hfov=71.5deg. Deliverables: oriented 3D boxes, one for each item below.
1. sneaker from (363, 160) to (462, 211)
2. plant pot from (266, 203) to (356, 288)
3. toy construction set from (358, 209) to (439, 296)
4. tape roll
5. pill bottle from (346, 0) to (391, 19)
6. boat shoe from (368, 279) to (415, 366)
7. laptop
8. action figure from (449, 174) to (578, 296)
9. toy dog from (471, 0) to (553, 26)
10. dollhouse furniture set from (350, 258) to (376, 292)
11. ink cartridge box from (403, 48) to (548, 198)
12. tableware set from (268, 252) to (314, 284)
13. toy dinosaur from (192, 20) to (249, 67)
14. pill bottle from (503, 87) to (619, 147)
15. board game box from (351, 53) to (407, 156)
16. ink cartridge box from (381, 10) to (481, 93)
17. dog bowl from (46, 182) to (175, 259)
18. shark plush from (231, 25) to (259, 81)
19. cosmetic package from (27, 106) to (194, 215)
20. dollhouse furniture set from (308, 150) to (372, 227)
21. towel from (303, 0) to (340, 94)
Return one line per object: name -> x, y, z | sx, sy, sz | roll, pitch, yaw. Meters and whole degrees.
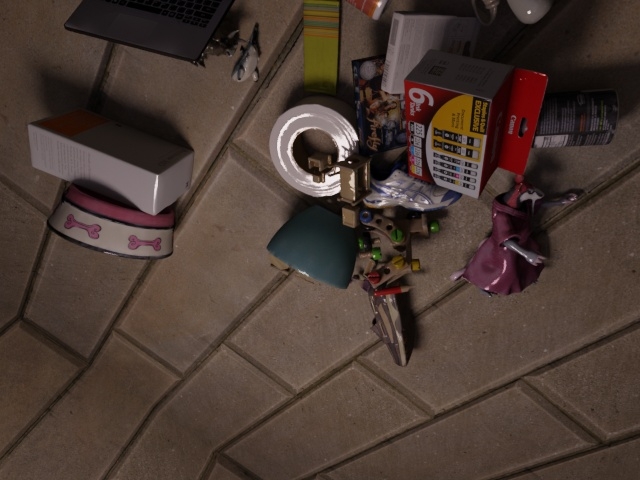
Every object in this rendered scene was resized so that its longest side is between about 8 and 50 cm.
sneaker -> 0.257, -0.164, 1.287 | 0.296, 0.112, 0.131 | 0, 122, 19
plant pot -> 0.000, 0.000, 1.418 | 0.290, 0.290, 0.195 | 27, 95, 1
toy construction set -> 0.257, 0.043, 1.375 | 0.237, 0.257, 0.309 | -9, 133, 10
tape roll -> -0.003, -0.275, 1.314 | 0.286, 0.100, 0.286 | 9, 125, 13
pill bottle -> 0.075, -0.625, 1.034 | 0.216, 0.121, 0.121 | 32, 127, -3
boat shoe -> 0.253, 0.293, 1.604 | 0.130, 0.132, 0.355 | 0, 114, 31
laptop -> -0.417, -0.706, 1.090 | 0.382, 0.408, 0.236 | 17, 158, 9
action figure -> 0.538, -0.030, 1.263 | 0.276, 0.248, 0.370 | 20, 134, 41
toy dog -> 0.388, -0.626, 0.902 | 0.161, 0.220, 0.333 | -35, 117, 1
dollhouse furniture set -> 0.131, 0.107, 1.541 | 0.081, 0.091, 0.114 | 13, 104, -32
ink cartridge box -> 0.353, -0.261, 1.059 | 0.272, 0.130, 0.309 | 25, 154, 28
tableware set -> -0.098, 0.083, 1.627 | 0.194, 0.039, 0.128 | 20, 143, 13
toy dinosaur -> -0.341, -0.590, 1.234 | 0.313, 0.121, 0.160 | 45, 108, 4
pill bottle -> 0.565, -0.292, 1.077 | 0.246, 0.130, 0.130 | 1, 123, 19
board game box -> 0.173, -0.359, 1.170 | 0.165, 0.042, 0.243 | -17, 121, -14
ink cartridge box -> 0.269, -0.457, 1.087 | 0.225, 0.056, 0.181 | -10, 129, -21
dog bowl -> -0.692, -0.079, 1.531 | 0.408, 0.408, 0.150 | 22, 99, 5
shark plush -> -0.214, -0.521, 1.255 | 0.067, 0.073, 0.161 | 45, 138, 26
cosmetic package -> -0.684, -0.272, 1.479 | 0.453, 0.230, 0.161 | 21, 123, 4
dollhouse furniture set -> 0.059, -0.157, 1.273 | 0.161, 0.101, 0.182 | 22, 132, 33
towel -> 0.002, -0.519, 1.199 | 0.102, 0.021, 0.237 | 14, 127, 18
